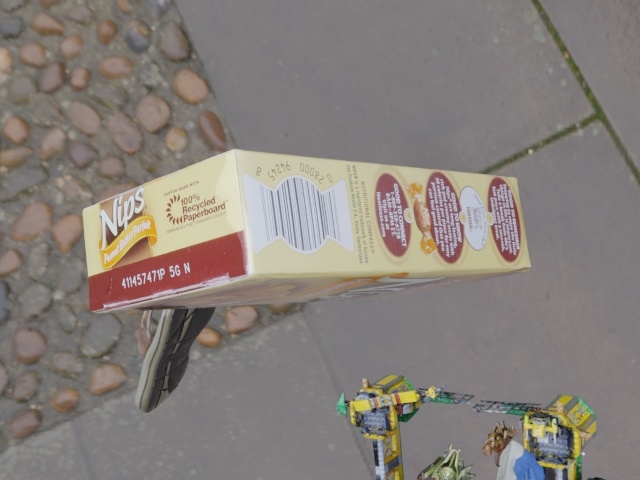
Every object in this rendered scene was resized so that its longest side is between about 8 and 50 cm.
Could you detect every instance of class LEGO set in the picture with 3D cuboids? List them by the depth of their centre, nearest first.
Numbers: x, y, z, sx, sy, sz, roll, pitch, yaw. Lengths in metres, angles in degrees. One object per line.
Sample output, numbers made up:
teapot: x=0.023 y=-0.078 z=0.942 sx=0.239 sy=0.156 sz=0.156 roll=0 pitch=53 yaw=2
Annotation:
LEGO set: x=0.140 y=0.282 z=1.015 sx=0.331 sy=0.192 sz=0.255 roll=10 pitch=105 yaw=31

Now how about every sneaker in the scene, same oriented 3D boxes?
sneaker: x=0.268 y=0.336 z=1.217 sx=0.084 sy=0.152 sz=0.058 roll=30 pitch=123 yaw=4

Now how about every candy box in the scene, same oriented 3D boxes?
candy box: x=0.000 y=0.000 z=0.732 sx=0.183 sy=0.316 sz=0.088 roll=-14 pitch=79 yaw=44

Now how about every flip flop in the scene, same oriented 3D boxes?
flip flop: x=-0.227 y=0.131 z=1.368 sx=0.080 sy=0.112 sz=0.277 roll=35 pitch=120 yaw=21
